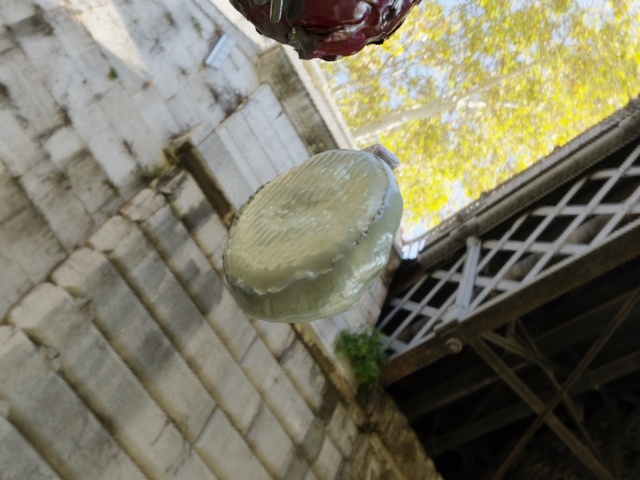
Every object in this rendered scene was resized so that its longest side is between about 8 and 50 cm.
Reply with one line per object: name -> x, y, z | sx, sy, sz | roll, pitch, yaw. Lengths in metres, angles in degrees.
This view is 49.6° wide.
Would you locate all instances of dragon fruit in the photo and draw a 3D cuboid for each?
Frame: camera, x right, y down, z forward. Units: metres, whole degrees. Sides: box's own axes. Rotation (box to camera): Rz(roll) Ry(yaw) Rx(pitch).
dragon fruit -> 0.014, -0.425, 1.009 | 0.329, 0.329, 0.329 | 10, -55, 14

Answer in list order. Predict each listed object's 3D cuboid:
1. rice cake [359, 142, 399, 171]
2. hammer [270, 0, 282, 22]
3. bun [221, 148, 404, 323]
rice cake -> 0.024, -0.144, 1.561 | 0.365, 0.056, 0.073 | -13, -39, 43
hammer -> -0.024, -0.330, 0.617 | 0.058, 0.029, 0.292 | 1, -45, -11
bun -> 0.000, 0.000, 0.991 | 0.287, 0.287, 0.146 | -13, -45, 27
